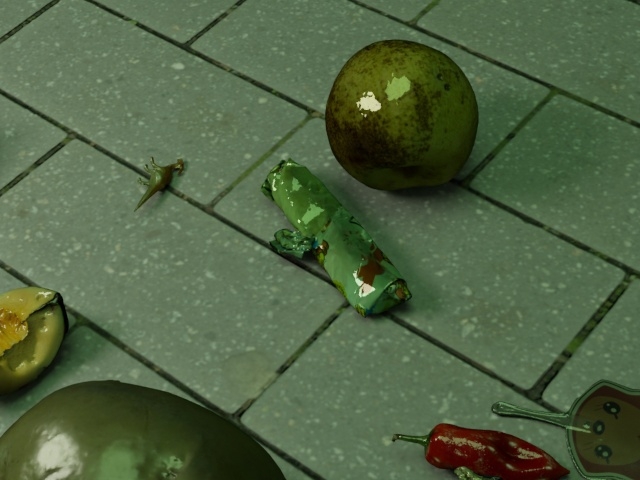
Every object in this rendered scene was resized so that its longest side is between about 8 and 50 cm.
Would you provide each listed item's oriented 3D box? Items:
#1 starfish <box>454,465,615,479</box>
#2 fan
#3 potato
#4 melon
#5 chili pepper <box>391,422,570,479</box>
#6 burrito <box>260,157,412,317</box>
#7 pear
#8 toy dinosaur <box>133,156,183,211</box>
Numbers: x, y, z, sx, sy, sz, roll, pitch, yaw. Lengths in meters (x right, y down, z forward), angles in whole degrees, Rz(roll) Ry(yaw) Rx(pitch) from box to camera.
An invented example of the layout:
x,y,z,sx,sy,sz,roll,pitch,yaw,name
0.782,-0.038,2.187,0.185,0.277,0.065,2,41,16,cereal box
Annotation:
x,y,z,sx,sy,sz,roll,pitch,yaw,name
0.207,0.311,1.269,0.208,0.053,0.176,9,58,15,starfish
0.294,0.201,1.384,0.220,0.009,0.132,11,50,15,fan
-0.178,0.254,1.242,0.326,0.243,0.221,17,65,25,potato
-0.375,0.119,1.501,0.160,0.079,0.128,-36,36,-22,melon
0.170,0.226,1.350,0.191,0.050,0.059,10,34,6,chili pepper
0.000,0.000,1.572,0.104,0.054,0.288,-28,53,-14,burrito
0.101,-0.164,1.600,0.197,0.197,0.197,-3,48,4,pear
-0.222,-0.080,1.682,0.041,0.026,0.113,34,49,11,toy dinosaur
